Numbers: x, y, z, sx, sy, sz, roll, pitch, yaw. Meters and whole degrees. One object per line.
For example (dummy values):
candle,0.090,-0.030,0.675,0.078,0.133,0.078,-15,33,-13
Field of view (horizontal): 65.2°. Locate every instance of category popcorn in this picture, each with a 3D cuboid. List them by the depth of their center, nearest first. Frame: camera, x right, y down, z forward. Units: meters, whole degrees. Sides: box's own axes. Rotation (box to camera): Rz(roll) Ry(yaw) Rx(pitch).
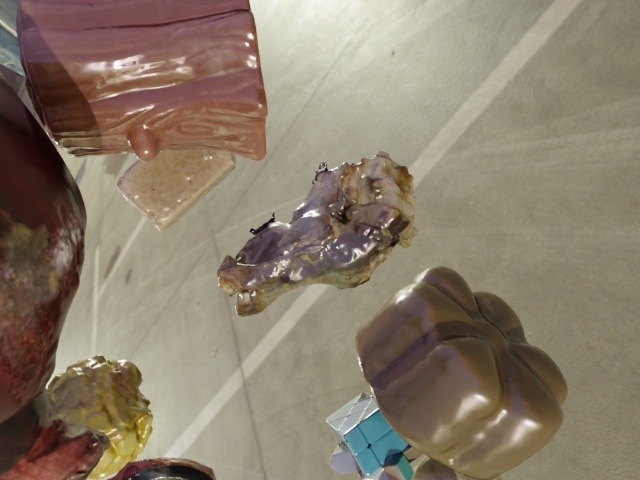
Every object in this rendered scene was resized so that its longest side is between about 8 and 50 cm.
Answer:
popcorn,-0.464,0.370,1.044,0.225,0.249,0.249,95,165,-47

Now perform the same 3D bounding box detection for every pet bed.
pet bed,-0.246,0.418,0.765,0.201,0.201,0.053,-65,27,5

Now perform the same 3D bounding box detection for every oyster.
oyster,-0.002,-0.006,0.765,0.336,0.198,0.133,-22,20,1

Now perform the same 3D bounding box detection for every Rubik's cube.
Rubik's cube,0.147,0.519,1.275,0.265,0.213,0.224,-30,2,-14

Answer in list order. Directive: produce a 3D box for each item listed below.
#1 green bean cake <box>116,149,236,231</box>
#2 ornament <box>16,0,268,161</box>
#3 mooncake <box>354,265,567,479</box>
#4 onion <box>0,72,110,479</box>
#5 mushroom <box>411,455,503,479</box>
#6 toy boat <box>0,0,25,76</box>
green bean cake,-0.238,-0.111,0.839,0.179,0.109,0.085,-45,7,-16
ornament,-0.183,-0.194,0.549,0.221,0.217,0.236,-140,42,-74
mooncake,0.320,0.286,1.156,0.262,0.466,0.467,-51,38,27
onion,-0.330,0.092,0.368,0.397,0.421,0.399,-12,33,8
mushroom,0.337,0.702,1.216,0.315,0.315,0.356,-55,3,18
toy boat,-0.652,-0.426,0.970,0.123,0.330,0.215,-32,57,14
